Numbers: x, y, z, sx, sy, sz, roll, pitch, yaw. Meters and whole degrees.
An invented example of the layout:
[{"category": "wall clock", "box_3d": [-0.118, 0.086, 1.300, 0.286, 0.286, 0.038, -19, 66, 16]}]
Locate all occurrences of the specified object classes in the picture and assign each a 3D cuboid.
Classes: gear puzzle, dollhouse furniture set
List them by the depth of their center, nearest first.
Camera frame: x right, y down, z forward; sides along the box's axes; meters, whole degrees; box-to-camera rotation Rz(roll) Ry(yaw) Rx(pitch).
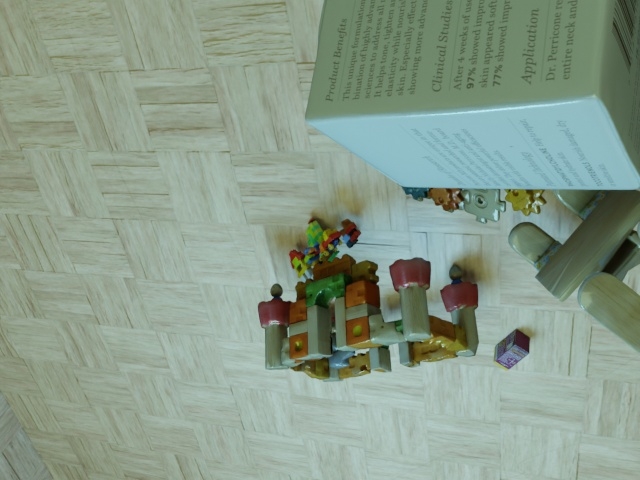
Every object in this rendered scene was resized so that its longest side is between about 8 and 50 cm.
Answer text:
[{"category": "dollhouse furniture set", "box_3d": [0.488, -0.087, 1.111, 0.256, 0.362, 0.394, 36, 101, -9]}, {"category": "gear puzzle", "box_3d": [0.274, -0.110, 1.271, 0.339, 0.044, 0.176, 24, 136, 39]}]

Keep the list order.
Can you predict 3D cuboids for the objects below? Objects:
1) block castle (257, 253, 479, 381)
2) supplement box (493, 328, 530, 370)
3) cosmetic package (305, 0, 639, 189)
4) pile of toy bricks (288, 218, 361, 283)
[{"category": "block castle", "box_3d": [0.101, 0.170, 1.490, 0.453, 0.213, 0.303, -19, 152, 34]}, {"category": "supplement box", "box_3d": [0.452, 0.260, 1.562, 0.043, 0.055, 0.083, 32, 130, -5]}, {"category": "cosmetic package", "box_3d": [0.244, -0.273, 0.948, 0.393, 0.330, 0.327, 4, 169, 35]}, {"category": "pile of toy bricks", "box_3d": [0.000, 0.000, 1.530, 0.105, 0.118, 0.212, 55, 147, 13]}]
